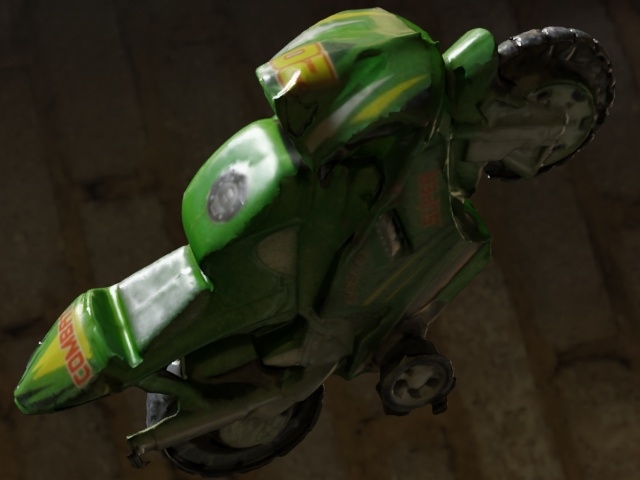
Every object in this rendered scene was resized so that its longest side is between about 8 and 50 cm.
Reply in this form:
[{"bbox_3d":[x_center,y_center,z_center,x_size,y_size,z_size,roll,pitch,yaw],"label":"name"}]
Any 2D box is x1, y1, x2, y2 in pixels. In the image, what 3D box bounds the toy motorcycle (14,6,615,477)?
[{"bbox_3d":[0.000,0.000,0.436,0.190,0.106,0.074,-46,43,20],"label":"toy motorcycle"}]
